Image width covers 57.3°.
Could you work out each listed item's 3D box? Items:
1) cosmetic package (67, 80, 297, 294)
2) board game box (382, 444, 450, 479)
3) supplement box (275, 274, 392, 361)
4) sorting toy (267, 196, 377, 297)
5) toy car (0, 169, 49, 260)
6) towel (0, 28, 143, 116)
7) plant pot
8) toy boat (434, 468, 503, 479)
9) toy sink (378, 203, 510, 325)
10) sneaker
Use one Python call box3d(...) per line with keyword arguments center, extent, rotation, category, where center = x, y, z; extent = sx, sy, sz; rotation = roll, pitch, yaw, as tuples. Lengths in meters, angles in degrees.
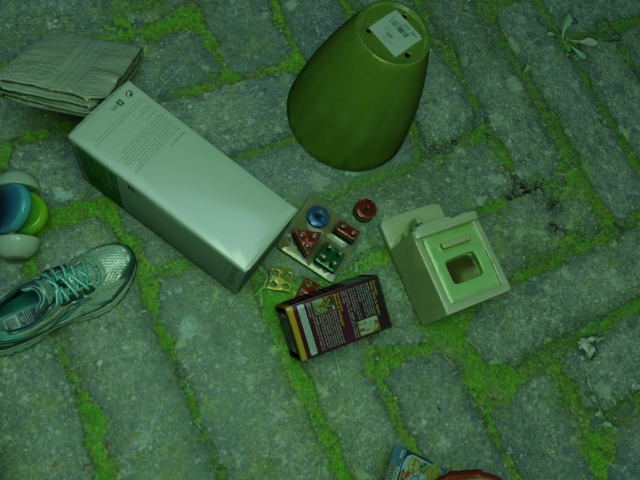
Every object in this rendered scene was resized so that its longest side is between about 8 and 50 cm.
box3d(center=(-0.240, -0.085, 1.047), extent=(0.365, 0.197, 0.155), rotation=(38, 68, 1), category="cosmetic package")
box3d(center=(0.149, 0.478, 1.019), extent=(0.136, 0.035, 0.201), rotation=(35, 65, -29), category="board game box")
box3d(center=(0.025, 0.140, 1.089), extent=(0.188, 0.081, 0.104), rotation=(-18, 94, -19), category="supplement box")
box3d(center=(0.000, 0.000, 1.159), extent=(0.132, 0.046, 0.274), rotation=(34, 68, -2), category="sorting toy")
box3d(center=(-0.559, -0.052, 0.985), extent=(0.182, 0.136, 0.159), rotation=(-2, 73, -15), category="toy car")
box3d(center=(-0.451, -0.316, 1.075), extent=(0.187, 0.049, 0.282), rotation=(11, 38, -7), category="towel")
box3d(center=(0.094, -0.321, 1.154), extent=(0.275, 0.293, 0.274), rotation=(4, 71, -13), category="plant pot")
box3d(center=(0.282, 0.494, 1.027), extent=(0.151, 0.151, 0.231), rotation=(-14, 97, 23), category="toy boat")
box3d(center=(0.242, 0.027, 1.165), extent=(0.153, 0.131, 0.234), rotation=(-17, 77, -19), category="toy sink")
box3d(center=(-0.433, 0.094, 0.977), extent=(0.283, 0.122, 0.110), rotation=(-36, 84, -22), category="sneaker")
